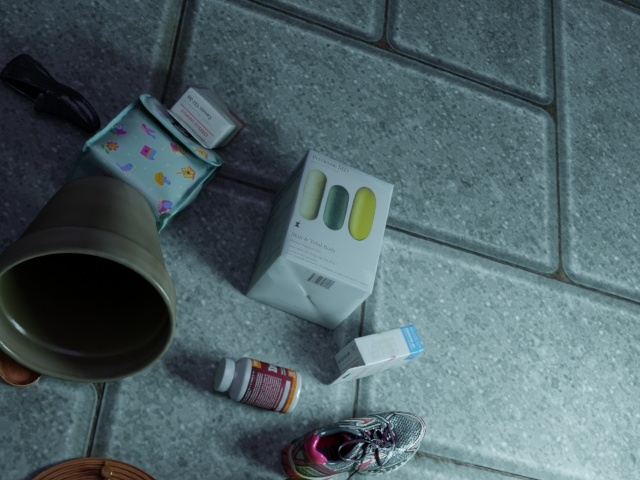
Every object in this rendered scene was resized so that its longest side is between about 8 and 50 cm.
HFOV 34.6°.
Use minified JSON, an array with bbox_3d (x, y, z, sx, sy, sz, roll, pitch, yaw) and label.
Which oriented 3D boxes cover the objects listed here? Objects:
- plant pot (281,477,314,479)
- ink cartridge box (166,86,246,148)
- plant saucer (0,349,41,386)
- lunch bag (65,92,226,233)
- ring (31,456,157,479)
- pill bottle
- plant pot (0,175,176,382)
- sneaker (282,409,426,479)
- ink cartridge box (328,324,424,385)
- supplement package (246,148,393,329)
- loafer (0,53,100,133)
[{"bbox_3d":[-0.044,0.534,1.770,0.212,0.187,0.212,-31,81,-34],"label":"plant pot"},{"bbox_3d":[-0.232,-0.252,2.105,0.115,0.067,0.198,43,11,1],"label":"ink cartridge box"},{"bbox_3d":[-0.530,0.219,1.812,0.083,0.013,0.084,12,60,-21],"label":"plant saucer"},{"bbox_3d":[-0.328,-0.158,2.025,0.223,0.160,0.262,41,48,-3],"label":"lunch bag"},{"bbox_3d":[-0.373,0.525,1.712,0.336,0.032,0.337,11,60,-19],"label":"ring"},{"bbox_3d":[-0.119,0.270,1.937,0.152,0.086,0.086,18,58,-17],"label":"pill bottle"},{"bbox_3d":[-0.405,0.044,1.813,0.323,0.323,0.280,18,38,-16],"label":"plant pot"},{"bbox_3d":[0.080,0.392,1.953,0.299,0.112,0.121,-11,69,-31],"label":"sneaker"},{"bbox_3d":[0.101,0.229,2.054,0.181,0.104,0.062,-11,69,-30],"label":"ink cartridge box"},{"bbox_3d":[0.000,0.000,2.071,0.199,0.198,0.263,22,56,-13],"label":"supplement package"},{"bbox_3d":[-0.537,-0.280,2.043,0.223,0.076,0.078,37,59,3],"label":"loafer"}]
